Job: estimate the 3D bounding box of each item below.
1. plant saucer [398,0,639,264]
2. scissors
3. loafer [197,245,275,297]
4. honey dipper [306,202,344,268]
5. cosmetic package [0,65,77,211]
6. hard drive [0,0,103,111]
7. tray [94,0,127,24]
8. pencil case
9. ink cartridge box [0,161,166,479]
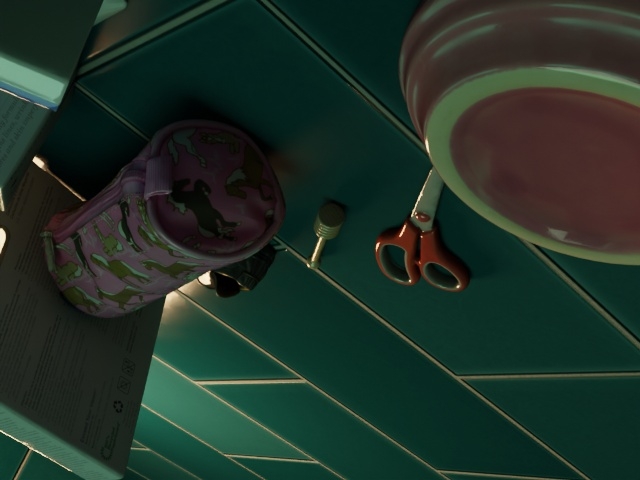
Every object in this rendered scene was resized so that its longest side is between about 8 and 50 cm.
[{"bbox_3d":[0.211,-0.080,0.813,0.332,0.084,0.332,19,155,9],"label":"plant saucer"},{"bbox_3d":[0.096,-0.021,1.100,0.109,0.021,0.297,16,156,20],"label":"scissors"},{"bbox_3d":[-0.122,0.044,1.368,0.062,0.061,0.170,31,155,-18],"label":"loafer"},{"bbox_3d":[0.000,0.000,1.219,0.030,0.030,0.160,24,158,0],"label":"honey dipper"},{"bbox_3d":[-0.346,-0.137,1.061,0.151,0.151,0.184,29,168,-12],"label":"cosmetic package"},{"bbox_3d":[-0.322,-0.227,0.798,0.319,0.210,0.040,22,127,-15],"label":"hard drive"},{"bbox_3d":[-0.313,-0.270,0.951,0.270,0.030,0.145,38,150,-28],"label":"tray"},{"bbox_3d":[-0.190,-0.015,1.205,0.386,0.167,0.160,-23,98,57],"label":"pencil case"},{"bbox_3d":[-0.344,0.093,1.348,0.071,0.324,0.330,-20,134,31],"label":"ink cartridge box"}]
